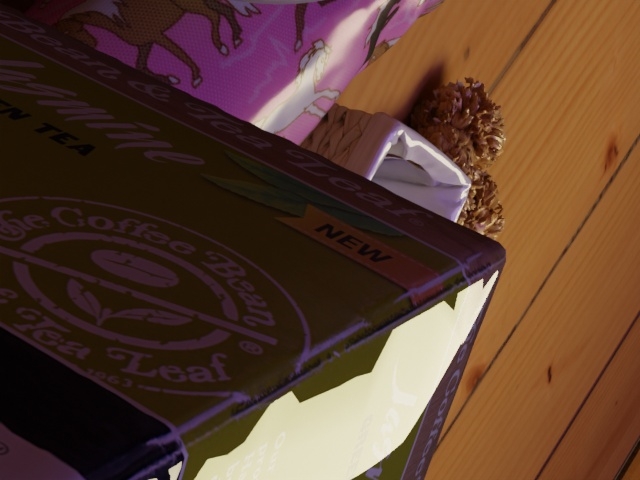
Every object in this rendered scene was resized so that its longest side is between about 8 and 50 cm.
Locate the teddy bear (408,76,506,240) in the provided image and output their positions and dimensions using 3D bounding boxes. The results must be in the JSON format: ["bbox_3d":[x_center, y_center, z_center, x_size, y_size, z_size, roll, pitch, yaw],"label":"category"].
[{"bbox_3d":[0.055,0.023,1.395,0.338,0.113,0.245,-33,143,-54],"label":"teddy bear"}]

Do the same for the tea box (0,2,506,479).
[{"bbox_3d":[-0.176,0.060,0.558,0.323,0.329,0.220,-26,138,-61],"label":"tea box"}]

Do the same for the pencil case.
[{"bbox_3d":[-0.077,-0.065,0.896,0.160,0.167,0.386,51,60,-22],"label":"pencil case"}]

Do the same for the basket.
[{"bbox_3d":[0.000,0.000,1.210,0.113,0.103,0.167,34,82,-54],"label":"basket"}]

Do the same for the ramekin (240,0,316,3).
[{"bbox_3d":[-0.022,-0.197,0.809,0.207,0.207,0.109,-48,166,-35],"label":"ramekin"}]
